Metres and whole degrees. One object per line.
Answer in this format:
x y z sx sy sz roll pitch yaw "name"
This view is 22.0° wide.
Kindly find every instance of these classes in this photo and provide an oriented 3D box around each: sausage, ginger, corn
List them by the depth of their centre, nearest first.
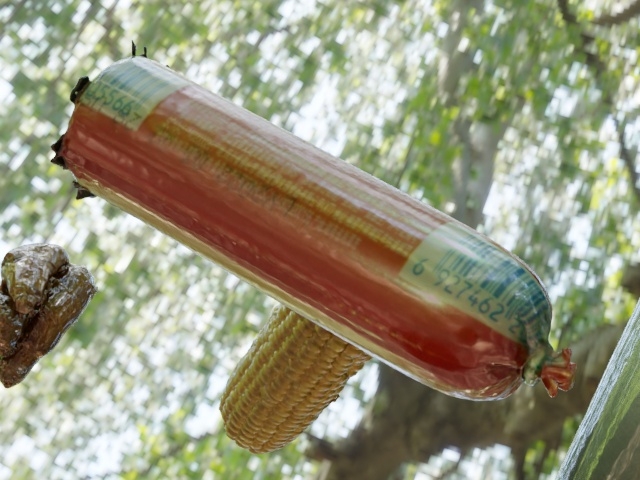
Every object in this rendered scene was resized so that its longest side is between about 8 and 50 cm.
0.000 0.000 0.732 0.264 0.083 0.083 30 -46 26 "sausage"
-0.004 0.076 1.200 0.080 0.080 0.238 32 -52 -6 "corn"
-0.295 0.066 1.688 0.073 0.162 0.103 -5 -47 38 "ginger"

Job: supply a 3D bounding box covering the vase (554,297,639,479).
0.295 0.159 1.263 0.245 0.245 0.291 21 -80 4 "vase"
